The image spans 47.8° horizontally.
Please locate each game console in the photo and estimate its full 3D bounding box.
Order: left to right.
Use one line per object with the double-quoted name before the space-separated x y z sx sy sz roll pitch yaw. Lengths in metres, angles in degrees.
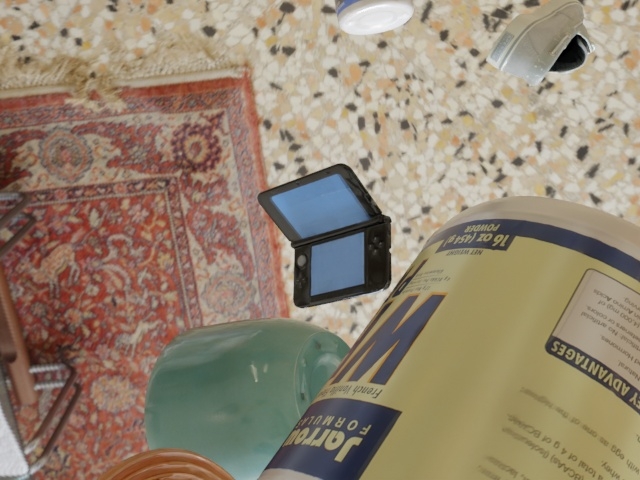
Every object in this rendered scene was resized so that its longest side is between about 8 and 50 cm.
"game console" 0.000 0.000 0.689 0.122 0.107 0.071 -16 154 41

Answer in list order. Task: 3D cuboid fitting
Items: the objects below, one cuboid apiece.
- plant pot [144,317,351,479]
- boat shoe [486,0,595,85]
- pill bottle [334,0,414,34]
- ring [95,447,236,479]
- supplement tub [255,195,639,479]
"plant pot" -0.071 0.247 1.074 0.235 0.293 0.293 -18 113 33
"boat shoe" 0.270 -0.224 0.840 0.081 0.227 0.079 42 131 13
"pill bottle" 0.045 -0.285 0.725 0.078 0.078 0.137 -10 85 5
"ring" -0.124 0.340 0.576 0.032 0.336 0.336 -13 113 25
"supplement tub" 0.097 0.157 0.440 0.235 0.325 0.235 28 148 19
